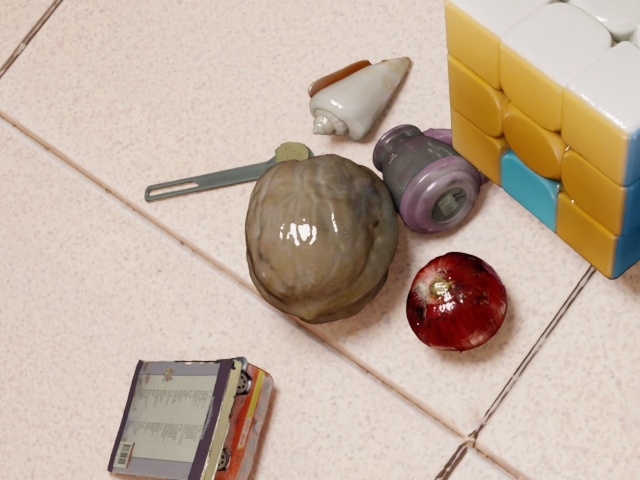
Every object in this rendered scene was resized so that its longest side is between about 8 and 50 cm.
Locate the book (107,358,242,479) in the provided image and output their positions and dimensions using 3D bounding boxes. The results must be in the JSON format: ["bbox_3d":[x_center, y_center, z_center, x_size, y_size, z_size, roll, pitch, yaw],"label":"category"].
[{"bbox_3d":[-0.189,0.230,1.742,0.231,0.026,0.158,-6,65,51],"label":"book"}]

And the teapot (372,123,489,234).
[{"bbox_3d":[0.142,-0.098,1.764,0.148,0.116,0.146,-42,50,4],"label":"teapot"}]

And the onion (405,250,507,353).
[{"bbox_3d":[0.168,0.079,1.671,0.131,0.131,0.131,-9,65,18],"label":"onion"}]

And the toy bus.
[{"bbox_3d":[-0.117,0.240,1.730,0.079,0.077,0.174,-10,60,50],"label":"toy bus"}]

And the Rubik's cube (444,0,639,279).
[{"bbox_3d":[0.345,-0.190,1.578,0.290,0.292,0.291,-38,60,-16],"label":"Rubik's cube"}]

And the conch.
[{"bbox_3d":[0.047,-0.206,1.861,0.176,0.094,0.104,-56,21,-13],"label":"conch"}]

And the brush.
[{"bbox_3d":[-0.135,-0.091,1.919,0.266,0.027,0.062,-12,63,17],"label":"brush"}]

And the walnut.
[{"bbox_3d":[0.000,0.000,1.719,0.224,0.224,0.224,-9,65,18],"label":"walnut"}]
